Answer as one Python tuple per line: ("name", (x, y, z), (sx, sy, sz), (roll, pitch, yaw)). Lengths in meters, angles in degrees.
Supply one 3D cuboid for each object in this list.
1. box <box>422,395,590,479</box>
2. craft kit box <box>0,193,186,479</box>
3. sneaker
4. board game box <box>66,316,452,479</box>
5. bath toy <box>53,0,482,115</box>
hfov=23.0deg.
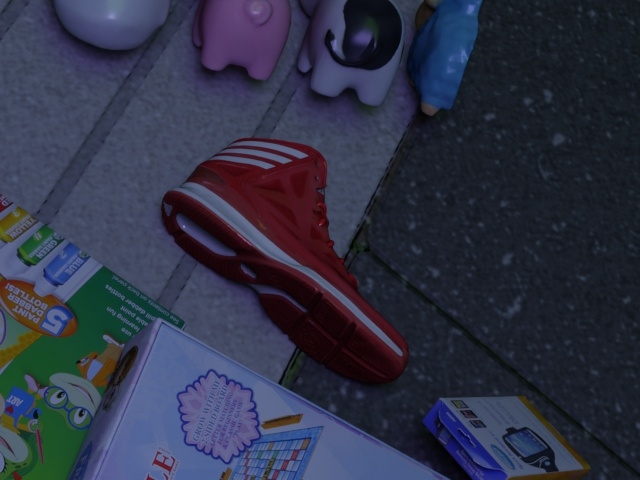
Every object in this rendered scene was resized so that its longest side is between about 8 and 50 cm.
("box", (0.134, 0.151, 1.157), (0.136, 0.028, 0.081), (4, 37, -50))
("craft kit box", (-0.257, 0.082, 1.059), (0.250, 0.061, 0.246), (34, 58, -3))
("sneaker", (0.000, 0.000, 1.195), (0.221, 0.087, 0.128), (41, 57, 0))
("board game box", (-0.037, 0.261, 1.018), (0.318, 0.066, 0.318), (31, 57, -16))
("bath toy", (-0.040, -0.205, 1.262), (0.348, 0.129, 0.151), (8, 27, -20))
